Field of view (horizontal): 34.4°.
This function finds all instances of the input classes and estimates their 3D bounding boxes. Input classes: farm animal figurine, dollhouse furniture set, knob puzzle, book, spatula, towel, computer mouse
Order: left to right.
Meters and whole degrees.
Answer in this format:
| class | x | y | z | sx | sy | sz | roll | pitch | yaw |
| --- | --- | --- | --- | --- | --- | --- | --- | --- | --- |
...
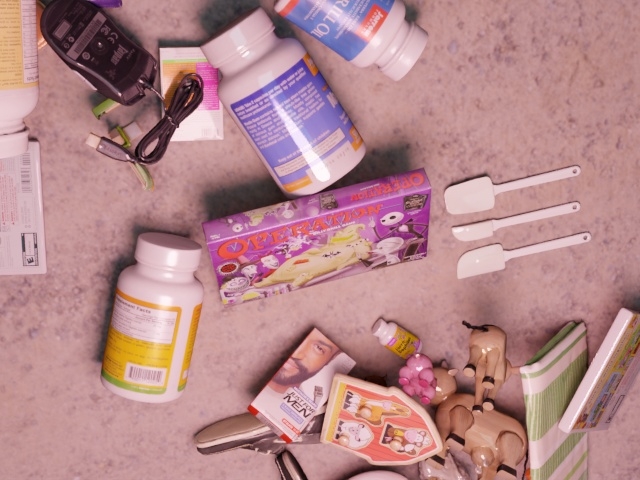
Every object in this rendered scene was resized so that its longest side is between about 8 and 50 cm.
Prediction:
| class | x | y | z | sx | sy | sz | roll | pitch | yaw |
| --- | --- | --- | --- | --- | --- | --- | --- | --- | --- |
| computer mouse | -0.317 | -0.223 | 1.521 | 0.262 | 0.060 | 0.184 | 32 | 72 | -20 |
| dollhouse furniture set | -0.283 | -0.150 | 1.582 | 0.059 | 0.076 | 0.151 | -33 | 94 | -4 |
| book | -0.200 | -0.228 | 1.605 | 0.096 | 0.035 | 0.144 | -2 | 104 | -11 |
| knob puzzle | 0.100 | 0.304 | 1.644 | 0.213 | 0.030 | 0.213 | 11 | 131 | 13 |
| farm animal figurine | 0.231 | 0.273 | 1.705 | 0.327 | 0.172 | 0.330 | 45 | 131 | -17 |
| spatula | 0.334 | -0.038 | 1.739 | 0.242 | 0.019 | 0.168 | -13 | 104 | -5 |
| towel | 0.398 | 0.324 | 1.748 | 0.038 | 0.248 | 0.324 | 5 | 107 | 32 |

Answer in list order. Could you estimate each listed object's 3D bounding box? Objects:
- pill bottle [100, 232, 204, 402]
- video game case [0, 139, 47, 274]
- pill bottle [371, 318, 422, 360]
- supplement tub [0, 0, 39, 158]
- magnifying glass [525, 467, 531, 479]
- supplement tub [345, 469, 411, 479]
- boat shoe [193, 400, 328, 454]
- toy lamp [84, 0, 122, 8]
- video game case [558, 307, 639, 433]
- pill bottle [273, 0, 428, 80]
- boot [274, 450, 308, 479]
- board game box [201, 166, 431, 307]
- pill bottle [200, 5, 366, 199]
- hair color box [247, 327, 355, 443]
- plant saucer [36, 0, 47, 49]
| class | x | y | z | sx | sy | sz | roll | pitch | yaw |
| --- | --- | --- | --- | --- | --- | --- | --- | --- | --- |
| pill bottle | -0.259 | 0.118 | 1.626 | 0.136 | 0.136 | 0.245 | 11 | 102 | -11 |
| video game case | -0.528 | -0.049 | 1.603 | 0.193 | 0.023 | 0.212 | -2 | 105 | -8 |
| pill bottle | 0.128 | 0.166 | 1.744 | 0.083 | 0.043 | 0.043 | 33 | 97 | -15 |
| supplement tub | -0.515 | -0.287 | 1.433 | 0.241 | 0.241 | 0.331 | 0 | 104 | -9 |
| magnifying glass | 0.445 | 0.499 | 1.887 | 0.092 | 0.026 | 0.231 | -37 | 108 | 2 |
| supplement tub | 0.134 | 0.567 | 1.740 | 0.207 | 0.207 | 0.338 | -29 | 121 | -1 |
| boat shoe | -0.094 | 0.328 | 1.730 | 0.233 | 0.084 | 0.079 | -12 | 105 | -9 |
| toy lamp | -0.236 | -0.405 | 1.531 | 0.275 | 0.080 | 0.080 | -18 | 106 | -3 |
| video game case | 0.499 | 0.223 | 1.758 | 0.206 | 0.026 | 0.227 | 12 | 106 | -56 |
| pill bottle | 0.050 | -0.341 | 1.566 | 0.221 | 0.124 | 0.124 | 31 | 97 | -14 |
| boot | -0.087 | 0.492 | 1.772 | 0.179 | 0.085 | 0.236 | -19 | 104 | -1 |
| board game box | 0.000 | 0.000 | 1.618 | 0.347 | 0.056 | 0.208 | -14 | 145 | -5 |
| pill bottle | -0.061 | -0.210 | 1.567 | 0.152 | 0.152 | 0.272 | -33 | 107 | 0 |
| hair color box | -0.031 | 0.237 | 1.689 | 0.093 | 0.053 | 0.167 | 40 | 68 | 2 |
| plant saucer | -0.443 | -0.324 | 1.553 | 0.083 | 0.013 | 0.083 | -2 | 105 | -8 |
